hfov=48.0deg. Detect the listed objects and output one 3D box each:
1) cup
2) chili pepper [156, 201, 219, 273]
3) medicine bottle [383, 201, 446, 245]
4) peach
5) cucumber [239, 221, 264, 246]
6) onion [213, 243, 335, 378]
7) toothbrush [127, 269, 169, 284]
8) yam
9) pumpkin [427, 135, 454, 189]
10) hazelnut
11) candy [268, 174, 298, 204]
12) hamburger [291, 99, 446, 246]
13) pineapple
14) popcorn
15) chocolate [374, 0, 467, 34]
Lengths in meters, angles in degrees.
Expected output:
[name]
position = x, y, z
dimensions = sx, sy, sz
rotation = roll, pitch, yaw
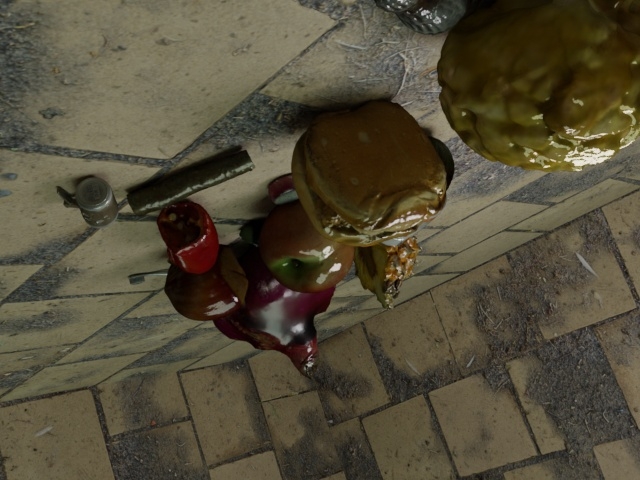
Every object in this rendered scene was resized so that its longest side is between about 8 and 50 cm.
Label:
[cup]
position = -0.450, -0.083, 1.410
dimensions = 0.074, 0.102, 0.099
rotation = -55, 175, -22
[chili pepper]
position = -0.312, 0.018, 1.770
dimensions = 0.131, 0.135, 0.338
rotation = -29, 165, -14
[medicine bottle]
position = 0.249, -0.086, 2.073
dimensions = 0.144, 0.145, 0.252
rotation = -13, 164, -22
[peach]
position = -0.034, 0.004, 1.847
dimensions = 0.252, 0.253, 0.252
rotation = -18, 164, -5
[cucumber]
position = -0.121, -0.018, 1.979
dimensions = 0.192, 0.115, 0.086
rotation = -2, 114, -36
[onion]
position = -0.117, 0.214, 2.138
dimensions = 0.398, 0.420, 0.398
rotation = -19, 158, -8
[toothbrush]
position = -0.417, 0.091, 2.090
dimensions = 0.288, 0.026, 0.024
rotation = -10, 165, -32
[yam]
position = -0.268, -0.122, 1.492
dimensions = 0.274, 0.061, 0.061
rotation = -22, 164, 5
[pumpkin]
position = 0.216, -0.157, 1.758
dimensions = 0.237, 0.159, 0.238
rotation = -19, 169, -4
[hazelnut]
position = -0.311, 0.116, 1.950
dimensions = 0.180, 0.212, 0.181
rotation = -27, 155, 30
[candy]
position = -0.076, -0.123, 1.738
dimensions = 0.103, 0.043, 0.103
rotation = -18, 164, -5
[hamburger]
position = 0.098, -0.136, 1.456
dimensions = 0.304, 0.284, 0.174
rotation = -13, 162, -36
[pineapple]
position = 0.254, 0.073, 2.350
dimensions = 0.208, 0.286, 0.344
rotation = -14, 165, -19
[popcorn]
position = 0.407, -0.279, 1.230
dimensions = 0.390, 0.344, 0.354
rotation = -32, 155, 21
[chocolate]
position = 0.139, -0.369, 1.049
dimensions = 0.110, 0.110, 0.248
rotation = -29, 164, 32
